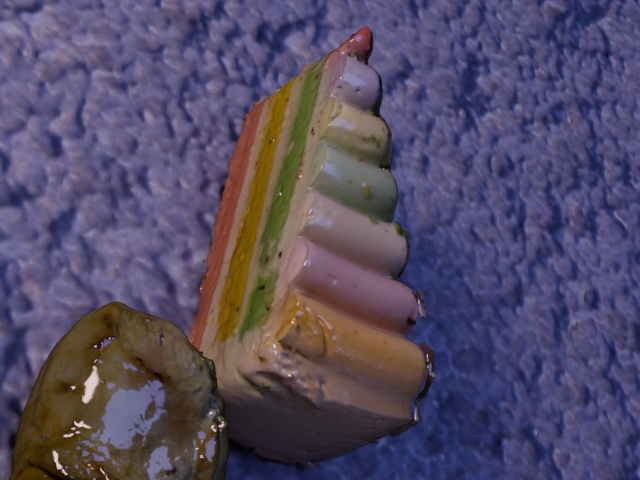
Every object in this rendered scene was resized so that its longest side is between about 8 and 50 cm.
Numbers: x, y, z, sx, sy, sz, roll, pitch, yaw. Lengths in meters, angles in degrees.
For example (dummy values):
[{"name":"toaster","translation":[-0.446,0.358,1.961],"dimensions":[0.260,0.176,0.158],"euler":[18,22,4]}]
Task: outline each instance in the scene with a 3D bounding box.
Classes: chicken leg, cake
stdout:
[{"name":"chicken leg","translation":[-0.087,0.133,0.662],"dimensions":[0.103,0.088,0.227],"euler":[32,44,-37]},{"name":"cake","translation":[-0.018,-0.004,0.783],"dimensions":[0.090,0.109,0.225],"euler":[12,58,-33]}]
